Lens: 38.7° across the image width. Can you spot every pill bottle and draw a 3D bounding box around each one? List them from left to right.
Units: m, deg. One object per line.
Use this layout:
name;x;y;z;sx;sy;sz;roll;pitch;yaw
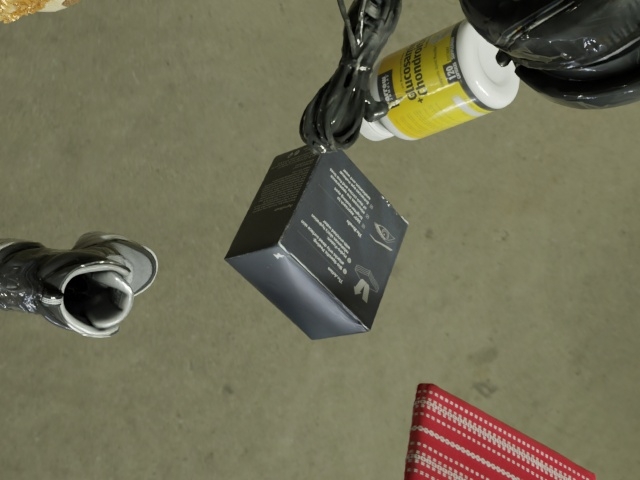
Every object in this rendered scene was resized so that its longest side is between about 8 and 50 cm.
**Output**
pill bottle;0.121;-0.172;1.020;0.184;0.103;0.103;-17;129;44

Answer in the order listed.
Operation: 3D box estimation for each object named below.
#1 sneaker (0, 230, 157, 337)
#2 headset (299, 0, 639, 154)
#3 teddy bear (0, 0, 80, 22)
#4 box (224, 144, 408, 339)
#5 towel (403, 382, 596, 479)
sneaker;-0.256;0.054;1.060;0.269;0.153;0.101;-1;105;-57
headset;0.074;-0.137;0.446;0.243;0.394;0.185;26;85;-14
teddy bear;-0.312;-0.296;0.869;0.245;0.338;0.113;-49;140;-28
box;0.000;0.000;1.006;0.093;0.158;0.156;-14;131;42
towel;0.142;0.258;0.719;0.199;0.275;0.031;30;129;-11
